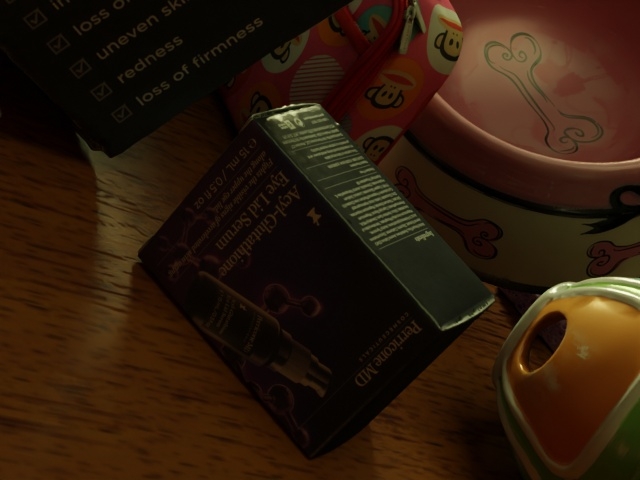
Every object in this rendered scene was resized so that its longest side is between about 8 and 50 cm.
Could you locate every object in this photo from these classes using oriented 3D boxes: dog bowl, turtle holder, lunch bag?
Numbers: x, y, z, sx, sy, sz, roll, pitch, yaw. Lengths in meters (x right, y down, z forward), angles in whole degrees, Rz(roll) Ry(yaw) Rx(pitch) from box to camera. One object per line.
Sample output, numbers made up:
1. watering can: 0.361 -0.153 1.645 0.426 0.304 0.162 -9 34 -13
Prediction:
1. dog bowl: 0.225 -0.154 1.393 0.408 0.150 0.408 3 55 -5
2. turtle holder: 0.285 0.140 1.172 0.227 0.243 0.320 38 30 31
3. lunch bag: 0.010 -0.215 1.303 0.120 0.258 0.293 18 35 -40

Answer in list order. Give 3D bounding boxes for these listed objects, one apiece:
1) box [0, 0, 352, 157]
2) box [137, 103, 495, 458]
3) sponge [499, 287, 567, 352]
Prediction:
1. box: -0.115 -0.392 0.985 0.472 0.480 0.297 50 9 -53
2. box: -0.003 0.026 1.040 0.207 0.153 0.108 47 27 12
3. sponge: 0.274 0.103 1.440 0.210 0.031 0.117 51 27 16
